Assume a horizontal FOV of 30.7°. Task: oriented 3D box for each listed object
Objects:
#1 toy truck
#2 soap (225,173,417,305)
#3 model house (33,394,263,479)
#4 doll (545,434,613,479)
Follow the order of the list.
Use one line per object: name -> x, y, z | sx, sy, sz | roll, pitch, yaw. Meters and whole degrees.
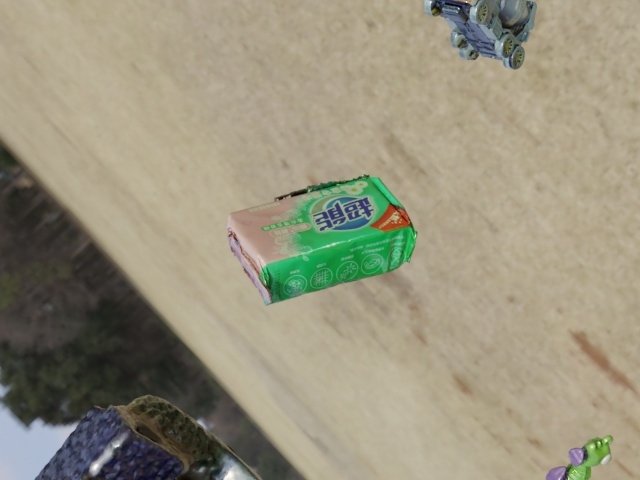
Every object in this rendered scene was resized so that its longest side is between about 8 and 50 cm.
toy truck -> 0.278, -0.385, 1.934 | 0.108, 0.140, 0.257 | 19, 171, 35
soap -> 0.000, 0.002, 1.827 | 0.218, 0.273, 0.098 | -124, 27, -44
model house -> -0.231, 0.372, 1.563 | 0.298, 0.243, 0.284 | 39, 180, 13
doll -> 0.454, 0.402, 2.034 | 0.115, 0.190, 0.050 | 1, -138, -32
